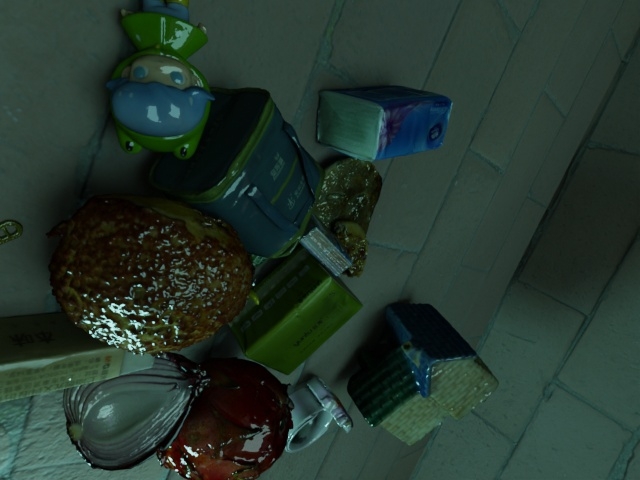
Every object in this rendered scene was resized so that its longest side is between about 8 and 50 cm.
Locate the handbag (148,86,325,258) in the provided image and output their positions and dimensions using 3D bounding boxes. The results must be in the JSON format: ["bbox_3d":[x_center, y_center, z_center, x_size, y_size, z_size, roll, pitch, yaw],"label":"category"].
[{"bbox_3d":[-0.139,-0.123,0.849,0.241,0.223,0.262,47,63,-52],"label":"handbag"}]

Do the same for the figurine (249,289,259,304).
[{"bbox_3d":[-0.227,0.101,0.995,0.178,0.130,0.109,45,41,-43],"label":"figurine"}]

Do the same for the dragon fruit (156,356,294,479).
[{"bbox_3d":[-0.219,0.424,1.056,0.296,0.302,0.295,3,90,-75],"label":"dragon fruit"}]

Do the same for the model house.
[{"bbox_3d":[0.323,0.458,1.666,0.445,0.395,0.400,-43,125,7],"label":"model house"}]

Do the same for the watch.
[{"bbox_3d":[-0.027,0.602,1.487,0.231,0.196,0.244,-41,142,-10],"label":"watch"}]

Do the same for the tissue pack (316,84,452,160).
[{"bbox_3d":[0.154,-0.286,1.080,0.264,0.198,0.146,-20,126,-38],"label":"tissue pack"}]

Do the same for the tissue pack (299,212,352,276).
[{"bbox_3d":[0.000,0.000,1.073,0.065,0.115,0.155,-40,125,10],"label":"tissue pack"}]

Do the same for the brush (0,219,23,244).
[{"bbox_3d":[-0.565,0.026,0.673,0.218,0.010,0.082,-34,135,-29],"label":"brush"}]

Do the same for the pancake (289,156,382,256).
[{"bbox_3d":[0.043,-0.065,1.215,0.356,0.065,0.355,-32,140,-32],"label":"pancake"}]

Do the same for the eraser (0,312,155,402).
[{"bbox_3d":[-0.473,0.191,0.774,0.344,0.144,0.078,0,112,-48],"label":"eraser"}]

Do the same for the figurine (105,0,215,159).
[{"bbox_3d":[-0.251,-0.266,0.715,0.162,0.143,0.263,3,95,-19],"label":"figurine"}]

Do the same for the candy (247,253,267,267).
[{"bbox_3d":[-0.148,-0.004,1.038,0.203,0.078,0.141,-54,154,-10],"label":"candy"}]

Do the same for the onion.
[{"bbox_3d":[-0.368,0.328,0.935,0.284,0.120,0.226,-16,88,-17],"label":"onion"}]

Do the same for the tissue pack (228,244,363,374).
[{"bbox_3d":[-0.064,0.180,1.140,0.275,0.167,0.200,-44,138,2],"label":"tissue pack"}]

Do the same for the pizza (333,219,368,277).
[{"bbox_3d":[0.089,0.028,1.239,0.127,0.058,0.246,-36,139,-27],"label":"pizza"}]

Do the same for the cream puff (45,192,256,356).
[{"bbox_3d":[-0.288,0.072,0.757,0.350,0.351,0.228,54,41,-49],"label":"cream puff"}]
